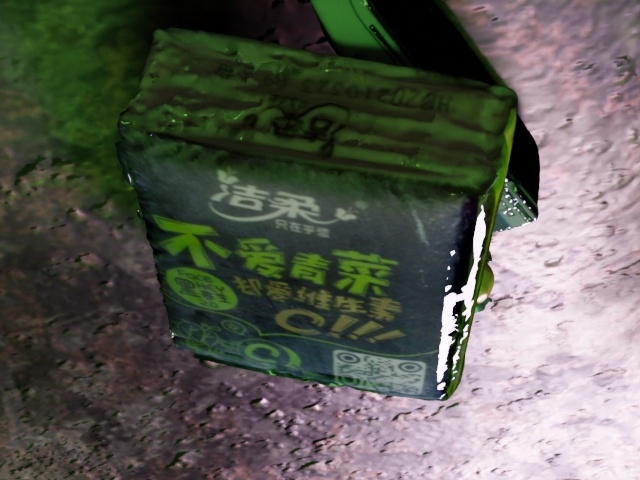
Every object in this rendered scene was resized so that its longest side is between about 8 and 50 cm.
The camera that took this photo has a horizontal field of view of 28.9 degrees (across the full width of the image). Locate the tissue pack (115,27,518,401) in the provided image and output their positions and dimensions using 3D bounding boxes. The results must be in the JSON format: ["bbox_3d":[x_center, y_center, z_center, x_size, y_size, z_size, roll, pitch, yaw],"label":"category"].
[{"bbox_3d":[0.000,0.000,0.635,0.173,0.073,0.235,10,150,7],"label":"tissue pack"}]

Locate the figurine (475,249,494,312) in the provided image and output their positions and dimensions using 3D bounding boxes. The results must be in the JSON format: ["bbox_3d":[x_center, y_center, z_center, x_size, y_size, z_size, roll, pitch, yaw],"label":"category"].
[{"bbox_3d":[0.088,0.027,0.758,0.047,0.050,0.083,-9,142,-12],"label":"figurine"}]

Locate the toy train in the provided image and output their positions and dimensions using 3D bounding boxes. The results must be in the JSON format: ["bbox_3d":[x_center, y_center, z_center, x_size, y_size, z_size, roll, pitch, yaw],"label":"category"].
[{"bbox_3d":[0.038,-0.087,0.605,0.048,0.055,0.252,-14,143,29],"label":"toy train"}]
